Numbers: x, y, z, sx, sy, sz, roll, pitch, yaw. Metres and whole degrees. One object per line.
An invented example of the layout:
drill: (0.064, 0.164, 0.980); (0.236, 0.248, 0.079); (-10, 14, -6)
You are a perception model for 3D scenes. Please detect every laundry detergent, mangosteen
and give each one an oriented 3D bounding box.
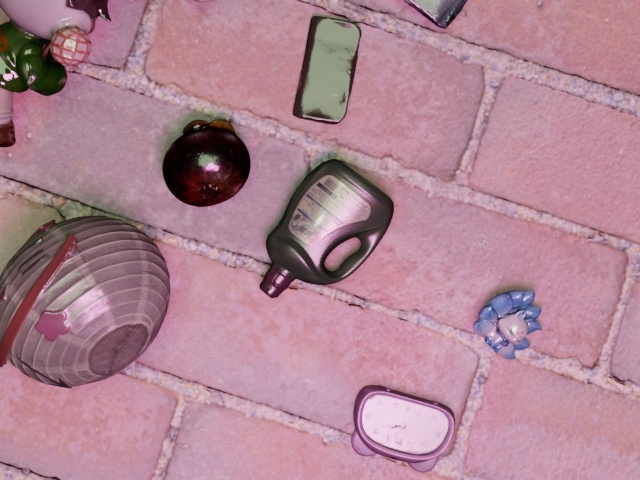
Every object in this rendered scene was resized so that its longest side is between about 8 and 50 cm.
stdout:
laundry detergent: (0.000, 0.000, 1.897); (0.144, 0.078, 0.221); (36, 89, -4)
mangosteen: (-0.166, -0.119, 1.885); (0.140, 0.140, 0.140); (0, 89, 0)

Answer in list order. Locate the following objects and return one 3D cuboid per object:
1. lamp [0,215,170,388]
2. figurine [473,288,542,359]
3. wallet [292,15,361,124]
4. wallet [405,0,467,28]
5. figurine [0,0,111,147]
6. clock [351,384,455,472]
lamp: (-0.342, 0.084, 1.825); (0.233, 0.233, 0.265); (36, 100, 0)
figurine: (0.280, 0.114, 1.897); (0.114, 0.079, 0.114); (-6, 112, -15)
wallet: (0.011, -0.253, 1.929); (0.082, 0.018, 0.156); (10, 89, 0)
wallet: (0.222, -0.511, 1.920); (0.191, 0.046, 0.379); (38, 89, -1)
figurine: (-0.402, -0.310, 1.819); (0.167, 0.281, 0.370); (14, 117, -32)
clock: (0.119, 0.280, 1.908); (0.153, 0.050, 0.110); (16, 89, 0)
